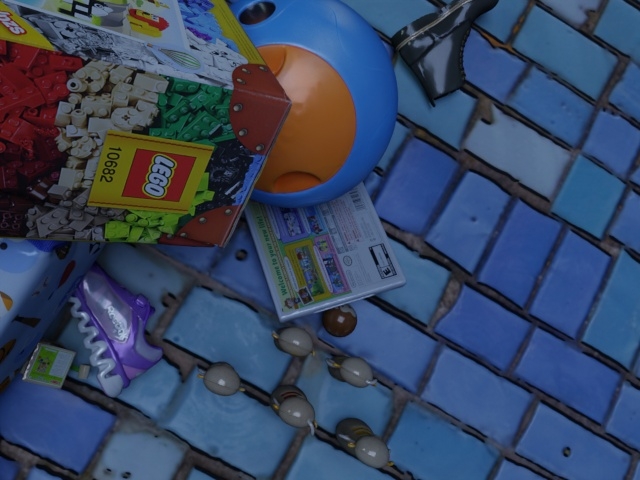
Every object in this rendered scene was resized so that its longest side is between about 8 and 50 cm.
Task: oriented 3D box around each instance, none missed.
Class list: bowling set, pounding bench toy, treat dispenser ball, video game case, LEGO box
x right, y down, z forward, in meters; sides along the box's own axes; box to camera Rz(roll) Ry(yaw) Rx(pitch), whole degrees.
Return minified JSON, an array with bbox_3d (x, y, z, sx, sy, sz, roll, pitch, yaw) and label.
[{"bbox_3d":[-0.011,0.170,0.809,0.287,0.154,0.200,23,79,-6],"label":"bowling set"},{"bbox_3d":[-0.368,0.170,0.799,0.083,0.065,0.052,27,76,-37],"label":"pounding bench toy"},{"bbox_3d":[-0.039,-0.189,0.787,0.288,0.288,0.288,1,82,-9],"label":"treat dispenser ball"},{"bbox_3d":[0.000,0.000,0.866,0.193,0.023,0.212,-15,64,-11],"label":"video game case"},{"bbox_3d":[-0.306,-0.234,0.595,0.372,0.193,0.500,3,42,-35],"label":"LEGO box"}]

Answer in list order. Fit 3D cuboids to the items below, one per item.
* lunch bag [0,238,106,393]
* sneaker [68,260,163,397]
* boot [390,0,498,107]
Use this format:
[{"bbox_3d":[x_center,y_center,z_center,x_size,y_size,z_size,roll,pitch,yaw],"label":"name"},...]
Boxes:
[{"bbox_3d":[-0.490,-0.003,0.655,0.385,0.239,0.328,35,96,-4],"label":"lunch bag"},{"bbox_3d":[-0.293,0.092,0.810,0.104,0.095,0.236,-23,91,-19],"label":"sneaker"},{"bbox_3d":[0.234,-0.325,0.969,0.198,0.077,0.137,-29,92,1],"label":"boot"}]
